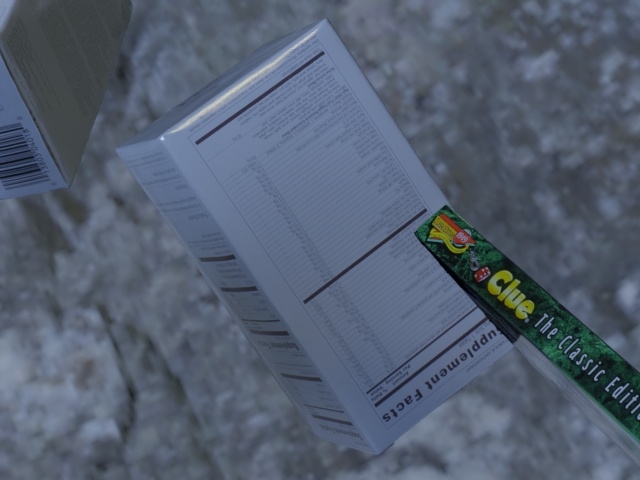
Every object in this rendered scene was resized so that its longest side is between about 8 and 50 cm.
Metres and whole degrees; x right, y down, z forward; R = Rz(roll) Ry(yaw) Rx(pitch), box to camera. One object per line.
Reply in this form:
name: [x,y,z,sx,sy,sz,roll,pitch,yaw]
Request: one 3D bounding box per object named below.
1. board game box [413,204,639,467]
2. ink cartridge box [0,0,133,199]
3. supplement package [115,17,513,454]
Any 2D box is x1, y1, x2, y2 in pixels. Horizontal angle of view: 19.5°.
board game box: [0.151,0.083,0.934,0.030,0.260,0.136,-42,130,-2]
ink cartridge box: [-0.099,-0.074,0.657,0.029,0.115,0.063,-10,127,16]
supplement package: [0.000,0.000,1.214,0.139,0.244,0.134,-36,-170,-15]
